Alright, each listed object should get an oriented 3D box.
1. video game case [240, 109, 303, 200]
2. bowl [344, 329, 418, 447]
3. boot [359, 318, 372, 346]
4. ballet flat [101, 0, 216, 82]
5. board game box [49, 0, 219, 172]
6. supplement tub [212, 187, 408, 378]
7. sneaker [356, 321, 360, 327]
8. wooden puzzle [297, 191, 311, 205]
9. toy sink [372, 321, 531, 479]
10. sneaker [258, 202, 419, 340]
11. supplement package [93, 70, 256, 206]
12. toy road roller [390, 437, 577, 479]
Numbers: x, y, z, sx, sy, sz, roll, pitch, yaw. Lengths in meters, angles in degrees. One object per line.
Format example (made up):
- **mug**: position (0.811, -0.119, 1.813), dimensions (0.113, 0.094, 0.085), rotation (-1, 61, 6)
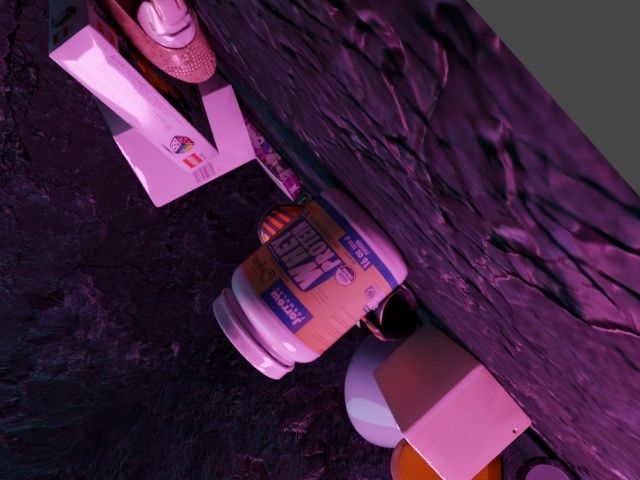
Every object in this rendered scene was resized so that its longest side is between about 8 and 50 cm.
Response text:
- **video game case**: position (-0.127, -0.193, 0.987), dimensions (0.210, 0.041, 0.232), rotation (49, 179, 5)
- **bowl**: position (0.232, 0.370, 1.079), dimensions (0.312, 0.311, 0.163), rotation (49, 157, -16)
- **boot**: position (0.222, 0.268, 1.235), dimensions (0.228, 0.263, 0.091), rotation (19, 155, -23)
- **ballet flat**: position (-0.171, -0.234, 0.405), dimensions (0.206, 0.073, 0.067), rotation (45, 167, -30)
- **board game box**: position (-0.228, -0.247, 0.537), dimensions (0.193, 0.053, 0.306), rotation (47, -163, -55)
- **supplement tub**: position (-0.012, 0.050, 0.526), dimensions (0.144, 0.199, 0.144), rotation (48, 179, 1)
- **sneaker**: position (0.116, 0.184, 1.609), dimensions (0.448, 0.169, 0.257), rotation (51, -178, 4)
- **wooden puzzle**: position (-0.046, -0.081, 1.048), dimensions (0.014, 0.079, 0.116), rotation (27, 179, -16)
- **toy sink**: position (0.201, 0.257, 0.730), dimensions (0.131, 0.152, 0.234), rotation (48, 179, -6)
- **sneaker**: position (0.049, 0.051, 0.728), dimensions (0.321, 0.125, 0.180), rotation (34, 180, -22)
- **supplement package**: position (-0.255, -0.203, 0.769), dimensions (0.203, 0.194, 0.149), rotation (48, 161, 40)
- **toy road roller**: position (0.287, 0.487, 0.764), dimensions (0.329, 0.241, 0.202), rotation (1, 155, 24)
